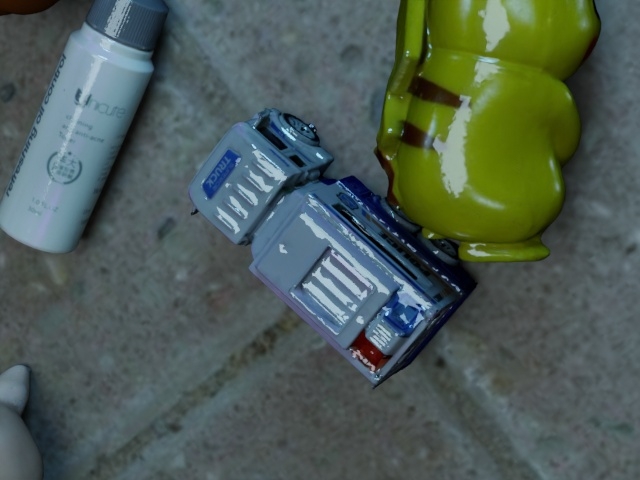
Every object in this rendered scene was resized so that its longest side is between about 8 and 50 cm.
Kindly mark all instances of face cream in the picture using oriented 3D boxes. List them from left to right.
[{"bbox_3d":[-0.225,-0.139,1.362,0.092,0.092,0.311,31,107,13],"label":"face cream"}]

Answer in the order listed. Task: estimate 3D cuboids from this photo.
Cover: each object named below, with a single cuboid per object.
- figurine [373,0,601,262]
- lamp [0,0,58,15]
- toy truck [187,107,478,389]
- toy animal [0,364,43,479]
[{"bbox_3d":[0.142,-0.151,1.193,0.169,0.218,0.327,11,97,-24],"label":"figurine"},{"bbox_3d":[-0.289,-0.316,1.299,0.223,0.196,0.223,-9,58,15],"label":"lamp"},{"bbox_3d":[0.000,0.000,1.267,0.268,0.155,0.124,41,109,10],"label":"toy truck"},{"bbox_3d":[-0.393,0.290,1.440,0.256,0.195,0.213,-32,95,19],"label":"toy animal"}]
